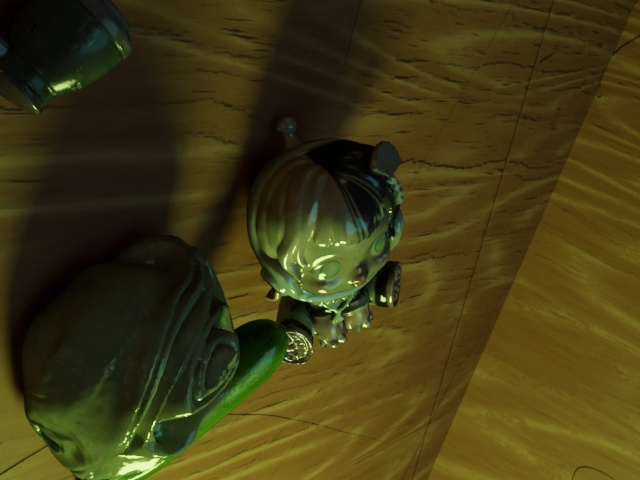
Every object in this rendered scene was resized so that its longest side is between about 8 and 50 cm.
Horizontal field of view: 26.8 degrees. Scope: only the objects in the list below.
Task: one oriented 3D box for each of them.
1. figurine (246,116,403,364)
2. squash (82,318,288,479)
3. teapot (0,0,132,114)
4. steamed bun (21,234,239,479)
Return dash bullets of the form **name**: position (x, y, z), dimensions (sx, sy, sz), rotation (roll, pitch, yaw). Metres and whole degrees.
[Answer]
- **figurine**: position (-0.006, 0.006, 2.027), dimensions (0.253, 0.211, 0.361), rotation (-43, 152, -31)
- **squash**: position (-0.200, 0.247, 1.975), dimensions (0.378, 0.101, 0.101), rotation (-41, 153, -5)
- **teapot**: position (-0.279, -0.205, 1.376), dimensions (0.146, 0.116, 0.148), rotation (-46, 158, -10)
- **steamed bun**: position (-0.223, 0.174, 1.758), dimensions (0.309, 0.219, 0.324), rotation (-37, 146, -43)
